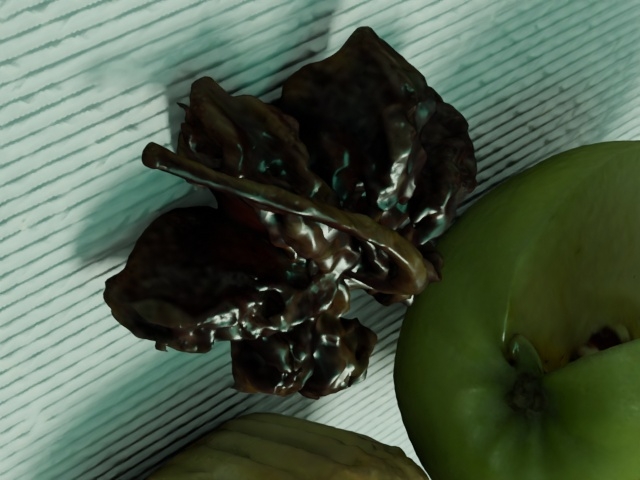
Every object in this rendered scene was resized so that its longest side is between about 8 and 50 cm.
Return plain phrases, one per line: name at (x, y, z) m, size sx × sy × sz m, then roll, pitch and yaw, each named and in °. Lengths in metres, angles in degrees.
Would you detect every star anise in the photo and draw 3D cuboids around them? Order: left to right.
star anise at (0.000, 0.000, 0.806) m, size 0.220 × 0.126 × 0.190 m, roll -31°, pitch 149°, yaw -37°

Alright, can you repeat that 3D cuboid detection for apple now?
apple at (0.189, 0.081, 0.989) m, size 0.254 × 0.292 × 0.292 m, roll -3°, pitch 126°, yaw -48°

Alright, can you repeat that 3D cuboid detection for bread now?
bread at (-0.050, 0.212, 0.947) m, size 0.274 × 0.149 × 0.274 m, roll -35°, pitch 153°, yaw -21°
